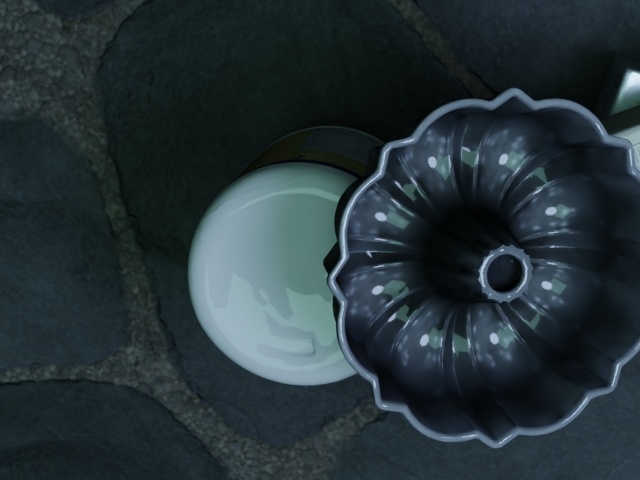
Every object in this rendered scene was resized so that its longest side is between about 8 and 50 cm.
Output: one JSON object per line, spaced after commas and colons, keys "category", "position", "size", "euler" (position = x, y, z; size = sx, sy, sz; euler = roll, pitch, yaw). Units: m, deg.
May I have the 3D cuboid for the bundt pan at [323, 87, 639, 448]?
{"category": "bundt pan", "position": [0.151, 0.018, 1.068], "size": [0.331, 0.124, 0.331], "euler": [-3, 102, -15]}

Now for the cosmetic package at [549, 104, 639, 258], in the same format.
{"category": "cosmetic package", "position": [0.404, -0.078, 1.160], "size": [0.309, 0.113, 0.160], "euler": [-20, 102, 12]}

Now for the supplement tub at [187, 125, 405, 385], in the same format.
{"category": "supplement tub", "position": [0.000, 0.000, 1.291], "size": [0.241, 0.331, 0.241], "euler": [2, 105, 8]}

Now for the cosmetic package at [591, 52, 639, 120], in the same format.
{"category": "cosmetic package", "position": [0.382, -0.099, 1.296], "size": [0.151, 0.151, 0.184], "euler": [17, 108, 4]}
